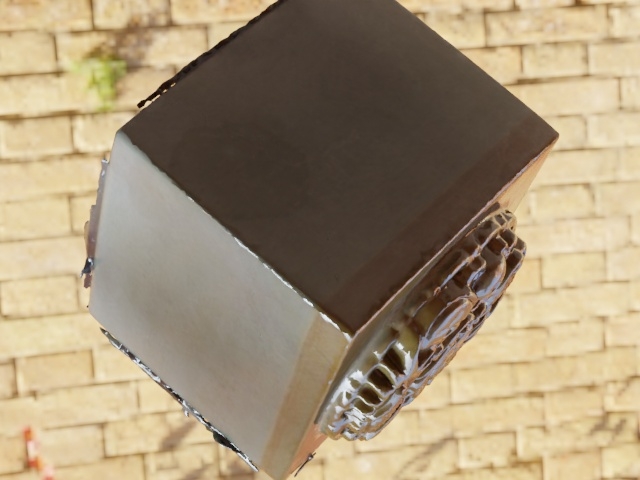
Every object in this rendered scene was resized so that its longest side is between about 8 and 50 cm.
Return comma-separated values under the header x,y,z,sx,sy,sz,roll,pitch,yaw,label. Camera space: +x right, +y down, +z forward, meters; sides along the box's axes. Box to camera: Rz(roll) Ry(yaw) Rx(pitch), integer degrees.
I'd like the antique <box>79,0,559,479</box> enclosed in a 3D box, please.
x,y,z,sx,sy,sz,roll,pitch,yaw,label
0.000,0.000,0.583,0.146,0.148,0.152,-43,166,-31,antique
